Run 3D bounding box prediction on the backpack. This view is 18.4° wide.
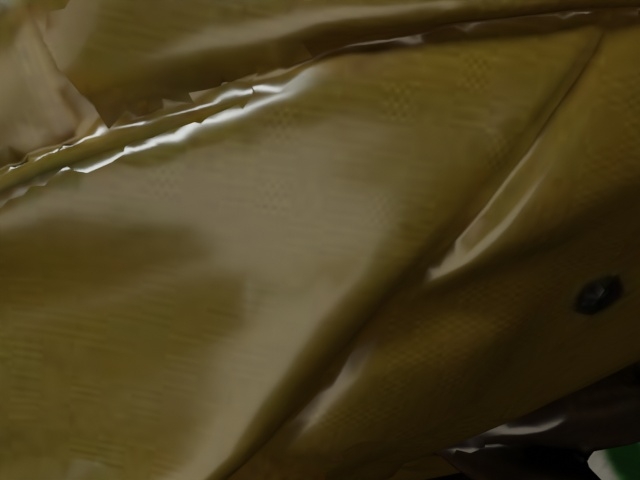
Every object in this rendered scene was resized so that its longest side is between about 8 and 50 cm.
[{"bbox_3d":[-0.003,-0.006,0.511,0.378,0.353,0.201,-29,76,23],"label":"backpack"}]
